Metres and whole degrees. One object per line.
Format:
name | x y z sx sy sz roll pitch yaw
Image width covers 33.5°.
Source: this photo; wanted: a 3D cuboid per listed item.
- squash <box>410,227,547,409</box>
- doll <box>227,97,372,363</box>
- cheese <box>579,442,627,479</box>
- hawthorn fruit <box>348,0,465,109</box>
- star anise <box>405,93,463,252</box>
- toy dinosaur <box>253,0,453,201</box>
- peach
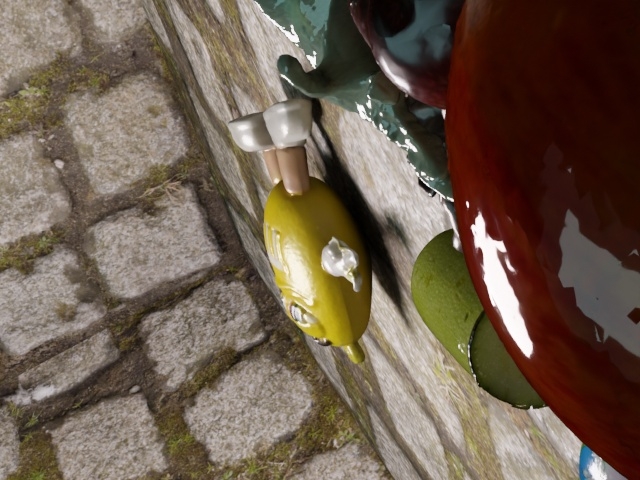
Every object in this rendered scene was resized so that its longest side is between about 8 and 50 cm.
squash | 0.163 0.054 1.034 0.132 0.132 0.247 66 175 -22
doll | -0.015 -0.030 1.661 0.348 0.161 0.423 102 145 -70
cheese | 0.288 0.205 0.932 0.204 0.083 0.320 52 167 45
hawthorn fruit | 0.113 -0.152 0.607 0.169 0.188 0.169 -178 90 -65
star anise | 0.127 -0.096 0.827 0.332 0.118 0.331 159 90 -84
toy dinosaur | -0.016 -0.198 0.756 0.205 0.092 0.393 27 -148 -50
peach | 0.174 -0.026 0.448 0.281 0.238 0.281 30 -154 -17
